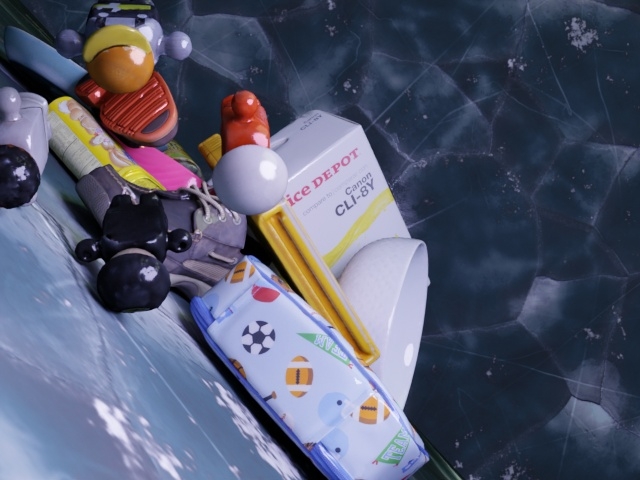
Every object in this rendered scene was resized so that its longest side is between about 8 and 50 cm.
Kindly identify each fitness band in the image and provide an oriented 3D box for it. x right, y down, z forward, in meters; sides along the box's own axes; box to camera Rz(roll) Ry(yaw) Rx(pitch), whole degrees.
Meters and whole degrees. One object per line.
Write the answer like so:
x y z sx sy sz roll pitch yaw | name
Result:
-0.251 -0.091 1.247 0.291 0.054 0.209 27 -12 33 | fitness band

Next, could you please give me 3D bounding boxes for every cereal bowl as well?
0.077 0.154 1.331 0.141 0.338 0.339 10 -14 17 | cereal bowl

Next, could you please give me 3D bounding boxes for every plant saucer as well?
-0.396 -0.233 1.325 0.318 0.043 0.317 34 -8 5 | plant saucer

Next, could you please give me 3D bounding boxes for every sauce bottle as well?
-0.355 -0.174 1.825 0.111 0.111 0.344 48 -3 -32 | sauce bottle

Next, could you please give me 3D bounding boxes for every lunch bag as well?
-0.005 0.167 0.901 0.303 0.115 0.243 48 -6 23 | lunch bag

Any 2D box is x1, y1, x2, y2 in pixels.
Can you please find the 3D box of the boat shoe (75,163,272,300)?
-0.163 -0.016 0.969 0.132 0.130 0.355 46 -2 24 | boat shoe

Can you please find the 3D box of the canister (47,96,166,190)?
-0.282 -0.098 1.038 0.170 0.073 0.126 45 -3 19 | canister

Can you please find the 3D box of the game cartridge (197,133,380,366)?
-0.055 0.007 1.132 0.285 0.053 0.324 59 -9 -31 | game cartridge

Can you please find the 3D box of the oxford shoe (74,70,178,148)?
-0.244 -0.171 1.085 0.271 0.097 0.098 39 -14 52 | oxford shoe

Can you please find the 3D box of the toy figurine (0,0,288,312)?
-0.154 -0.069 0.648 0.209 0.213 0.148 44 17 -31 | toy figurine

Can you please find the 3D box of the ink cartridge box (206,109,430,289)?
0.000 0.000 1.463 0.160 0.279 0.384 29 -28 53 | ink cartridge box
